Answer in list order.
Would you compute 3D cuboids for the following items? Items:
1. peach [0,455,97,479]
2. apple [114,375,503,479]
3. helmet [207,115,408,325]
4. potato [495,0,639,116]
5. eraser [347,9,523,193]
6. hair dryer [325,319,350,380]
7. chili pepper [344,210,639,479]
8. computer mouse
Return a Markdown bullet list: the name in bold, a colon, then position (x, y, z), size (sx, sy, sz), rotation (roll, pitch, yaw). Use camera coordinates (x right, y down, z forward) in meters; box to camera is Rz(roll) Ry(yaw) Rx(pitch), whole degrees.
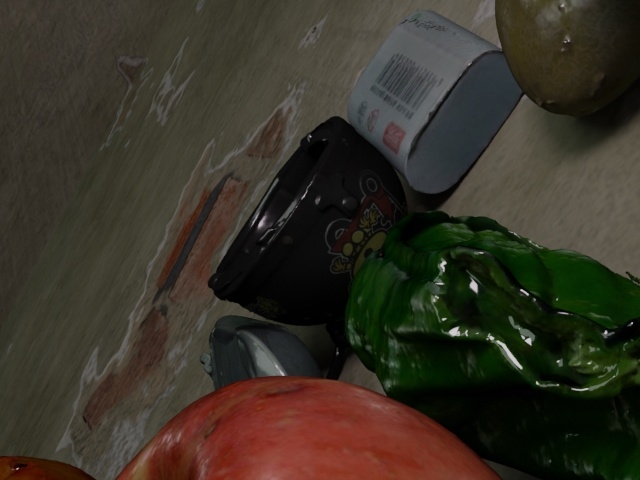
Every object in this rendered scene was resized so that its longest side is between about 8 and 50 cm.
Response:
- **peach**: position (-0.317, 0.420, 1.177), size (0.353, 0.339, 0.416), rotation (-54, 29, 17)
- **apple**: position (-0.005, 0.277, 0.732), size (0.364, 0.364, 0.364), rotation (-45, 28, 32)
- **helmet**: position (0.000, 0.000, 1.227), size (0.230, 0.160, 0.279), rotation (-59, 7, -18)
- **potato**: position (0.240, -0.224, 1.013), size (0.178, 0.160, 0.235), rotation (113, 172, -82)
- **eraser**: position (0.122, -0.163, 1.264), size (0.174, 0.081, 0.227), rotation (-53, 24, 9)
- **hair dryer**: position (0.014, 0.126, 1.232), size (0.079, 0.031, 0.083), rotation (-176, 105, -76)
- **chili pepper**: position (0.141, 0.085, 0.805), size (0.385, 0.213, 0.167), rotation (-151, 70, -69)
- **computer mouse**: position (-0.064, 0.157, 1.238), size (0.379, 0.090, 0.167), rotation (-164, 67, -69)
